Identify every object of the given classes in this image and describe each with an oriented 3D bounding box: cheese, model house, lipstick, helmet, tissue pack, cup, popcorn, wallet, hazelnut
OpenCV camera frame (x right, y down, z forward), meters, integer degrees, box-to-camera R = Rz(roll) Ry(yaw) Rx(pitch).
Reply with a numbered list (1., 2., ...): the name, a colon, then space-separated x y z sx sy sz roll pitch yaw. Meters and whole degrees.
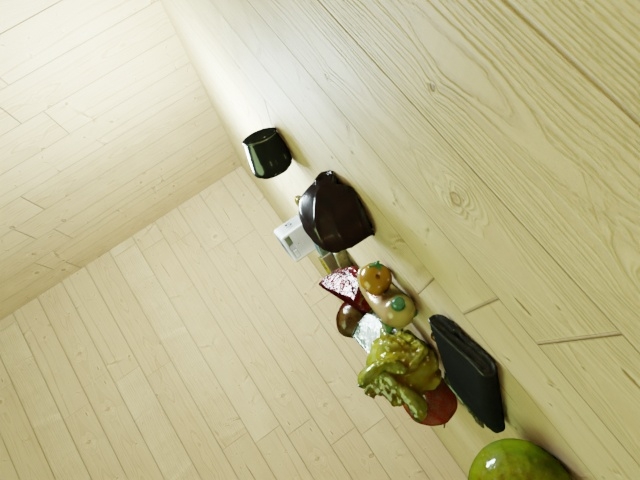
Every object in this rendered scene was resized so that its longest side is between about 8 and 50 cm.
1. cheese: 0.113 0.106 2.000 0.043 0.065 0.194 37 160 48
2. model house: 0.338 0.498 2.039 0.301 0.190 0.271 42 178 -35
3. lipstick: 0.000 0.000 2.213 0.077 0.076 0.289 51 172 21
4. helmet: 0.024 -0.075 1.345 0.225 0.177 0.305 57 172 -31
5. tissue pack: 0.066 0.148 2.429 0.169 0.082 0.120 56 174 -8
6. cup: -0.210 -0.360 1.723 0.223 0.169 0.176 -78 -33 -56
7. popcorn: 0.281 0.471 1.588 0.321 0.326 0.290 177 99 -68
8. wallet: 0.429 0.389 1.241 0.228 0.062 0.406 48 169 46
9. hazelnut: 0.199 0.449 2.521 0.229 0.229 0.229 54 173 10

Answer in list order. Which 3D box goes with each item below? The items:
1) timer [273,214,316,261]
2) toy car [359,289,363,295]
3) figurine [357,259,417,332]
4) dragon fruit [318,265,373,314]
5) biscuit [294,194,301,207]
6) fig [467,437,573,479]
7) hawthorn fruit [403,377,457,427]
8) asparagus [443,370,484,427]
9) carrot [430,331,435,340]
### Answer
1. timer: -0.143 -0.014 2.610 0.192 0.194 0.195 58 172 -23
2. toy car: 0.235 0.225 1.644 0.209 0.089 0.108 53 172 6
3. figurine: 0.208 0.172 1.467 0.222 0.124 0.324 60 175 -35
4. dragon fruit: 0.165 0.218 1.943 0.205 0.152 0.317 39 168 -30
5. biscuit: -0.072 -0.157 2.131 0.183 0.039 0.174 53 174 11
6. fig: 0.515 0.647 1.120 0.258 0.258 0.326 53 -175 18
7. hawthorn fruit: 0.455 0.665 1.761 0.262 0.210 0.210 50 175 -23
8. asparagus: 0.533 0.596 1.619 0.236 0.027 0.034 53 -177 20
9. carrot: 0.370 0.309 1.381 0.035 0.035 0.142 53 180 22
